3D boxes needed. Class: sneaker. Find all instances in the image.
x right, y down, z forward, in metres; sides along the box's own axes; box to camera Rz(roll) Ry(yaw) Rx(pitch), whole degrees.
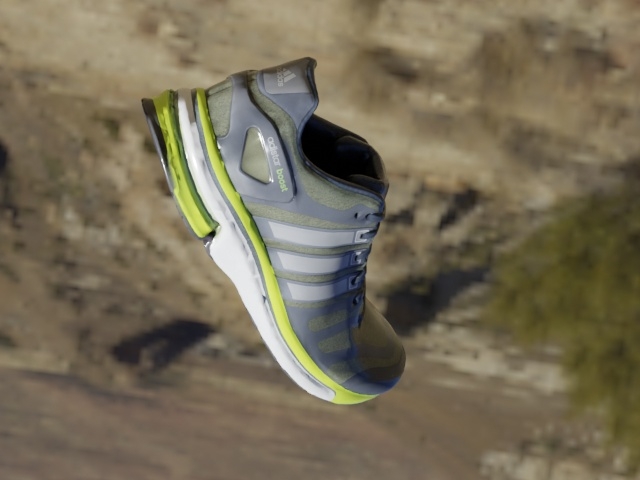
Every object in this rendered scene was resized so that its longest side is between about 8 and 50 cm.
[{"bbox_3d":[0.000,0.000,1.265,0.121,0.111,0.300,-23,134,12],"label":"sneaker"}]
